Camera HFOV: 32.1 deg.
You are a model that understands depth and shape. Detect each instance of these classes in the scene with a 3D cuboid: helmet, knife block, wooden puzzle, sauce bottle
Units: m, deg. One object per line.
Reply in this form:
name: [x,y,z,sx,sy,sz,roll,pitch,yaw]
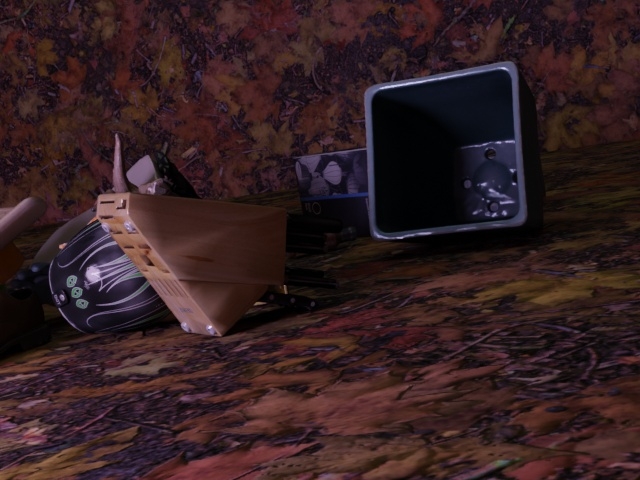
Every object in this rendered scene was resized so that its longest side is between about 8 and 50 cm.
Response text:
helmet: [-0.245,0.038,1.425,0.162,0.169,0.169,-24,1,22]
knife block: [-0.100,-0.013,1.348,0.242,0.275,0.088,-47,25,-26]
wooden puzzle: [-0.544,0.074,1.517,0.348,0.080,0.322,-8,32,52]
sauce bottle: [0.000,0.000,1.929,0.128,0.042,0.042,-10,6,-21]

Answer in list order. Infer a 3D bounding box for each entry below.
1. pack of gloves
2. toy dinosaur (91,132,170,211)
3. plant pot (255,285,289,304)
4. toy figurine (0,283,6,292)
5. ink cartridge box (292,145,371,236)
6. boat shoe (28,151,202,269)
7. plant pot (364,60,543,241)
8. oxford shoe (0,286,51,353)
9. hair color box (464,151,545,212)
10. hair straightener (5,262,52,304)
pack of gloves: [-0.341,0.022,1.588,0.195,0.046,0.232,-34,-15,7]
toy dinosaur: [-0.259,-0.029,1.794,0.127,0.295,0.200,-39,3,5]
plant pot: [-0.082,0.046,1.487,0.081,0.081,0.083,-9,-4,6]
toy figurine: [-0.602,0.100,1.722,0.173,0.130,0.159,-31,4,32]
ink cartridge box: [0.085,-0.092,2.055,0.065,0.165,0.333,-15,7,-41]
boat shoe: [-0.344,0.009,1.934,0.340,0.158,0.127,-39,42,12]
plant pot: [0.236,-0.117,1.768,0.248,0.247,0.252,-6,-10,26]
oxford shoe: [-0.431,0.107,1.383,0.083,0.096,0.227,-5,9,22]
hair color box: [0.231,-0.105,2.193,0.375,0.113,0.185,-6,7,32]
hair straightener: [-0.444,0.102,1.630,0.230,0.047,0.089,-36,-20,-41]
